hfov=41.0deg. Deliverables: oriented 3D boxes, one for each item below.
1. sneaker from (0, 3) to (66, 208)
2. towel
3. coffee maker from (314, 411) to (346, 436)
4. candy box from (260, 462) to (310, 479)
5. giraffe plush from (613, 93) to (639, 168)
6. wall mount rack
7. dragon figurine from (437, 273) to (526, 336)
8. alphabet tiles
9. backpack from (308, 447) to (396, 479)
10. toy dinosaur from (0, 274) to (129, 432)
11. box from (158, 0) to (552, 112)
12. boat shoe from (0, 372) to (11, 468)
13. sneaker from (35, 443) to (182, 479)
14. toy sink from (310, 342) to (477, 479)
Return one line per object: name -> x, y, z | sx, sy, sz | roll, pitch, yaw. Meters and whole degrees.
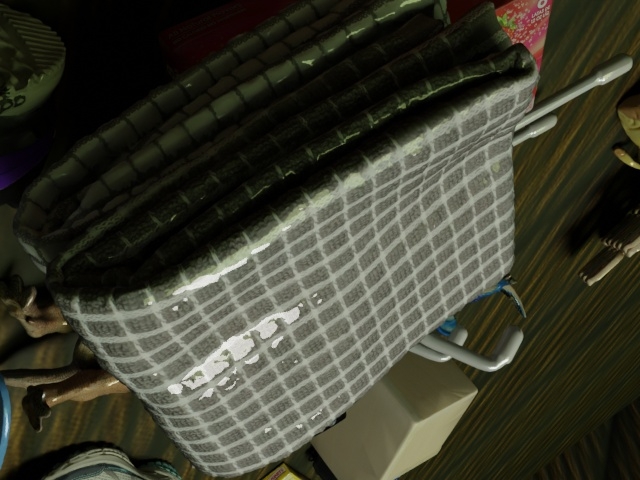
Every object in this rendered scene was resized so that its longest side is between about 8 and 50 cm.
sneaker -> -0.272, -0.023, 0.443 | 0.293, 0.102, 0.146 | -19, 146, -34
towel -> 0.000, 0.000, 0.509 | 0.283, 0.121, 0.235 | -34, 143, -10
coffee maker -> -0.027, 0.141, 0.985 | 0.171, 0.120, 0.178 | -7, 143, -7
candy box -> -0.066, 0.425, 1.409 | 0.105, 0.027, 0.206 | -36, 151, -3
giraffe plush -> 0.515, -0.157, 1.147 | 0.170, 0.181, 0.210 | -45, 161, -7
wall mount rack -> 0.158, -0.031, 0.832 | 0.350, 0.130, 0.304 | 125, -15, -83
dragon figurine -> 0.168, 0.065, 1.111 | 0.144, 0.085, 0.289 | -42, 147, 8
alphabet tiles -> 0.513, -0.036, 1.342 | 0.278, 0.021, 0.284 | -45, 174, 10
backpack -> 0.091, 0.334, 1.378 | 0.158, 0.117, 0.173 | -51, 153, 21
toy dinosaur -> -0.139, 0.061, 0.712 | 0.295, 0.127, 0.200 | -42, 159, 17
box -> 0.029, -0.122, 0.627 | 0.256, 0.128, 0.123 | -29, 143, -19
boat shoe -> -0.332, 0.199, 0.689 | 0.089, 0.109, 0.258 | 5, 127, -48
sneaker -> -0.221, 0.311, 0.960 | 0.110, 0.122, 0.283 | -45, 151, 8
toy sink -> 0.096, 0.241, 1.210 | 0.131, 0.153, 0.234 | -19, 144, -35
